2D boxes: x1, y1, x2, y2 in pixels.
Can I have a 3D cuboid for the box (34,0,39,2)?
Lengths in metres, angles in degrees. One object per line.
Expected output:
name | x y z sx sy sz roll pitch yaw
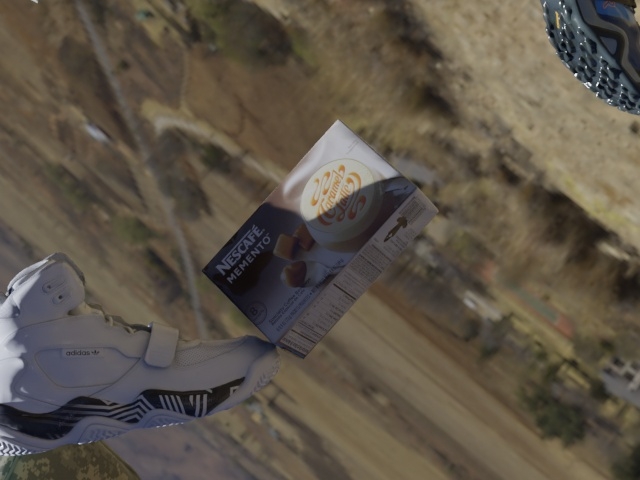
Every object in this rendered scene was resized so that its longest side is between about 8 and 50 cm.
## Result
box | -0.398 -0.380 1.502 0.186 0.145 0.038 22 142 7

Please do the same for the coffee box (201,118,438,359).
coffee box | 0.000 0.000 1.449 0.141 0.246 0.098 44 -177 27

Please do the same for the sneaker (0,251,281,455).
sneaker | -0.235 0.112 1.408 0.137 0.366 0.210 -158 57 -77

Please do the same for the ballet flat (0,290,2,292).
ballet flat | -0.409 0.161 1.545 0.087 0.083 0.247 -6 124 18

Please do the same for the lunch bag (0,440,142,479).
lunch bag | -0.451 0.376 1.797 0.256 0.212 0.305 -9 137 29

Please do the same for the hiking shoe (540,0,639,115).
hiking shoe | 0.287 -0.262 1.242 0.304 0.132 0.113 50 176 -20
